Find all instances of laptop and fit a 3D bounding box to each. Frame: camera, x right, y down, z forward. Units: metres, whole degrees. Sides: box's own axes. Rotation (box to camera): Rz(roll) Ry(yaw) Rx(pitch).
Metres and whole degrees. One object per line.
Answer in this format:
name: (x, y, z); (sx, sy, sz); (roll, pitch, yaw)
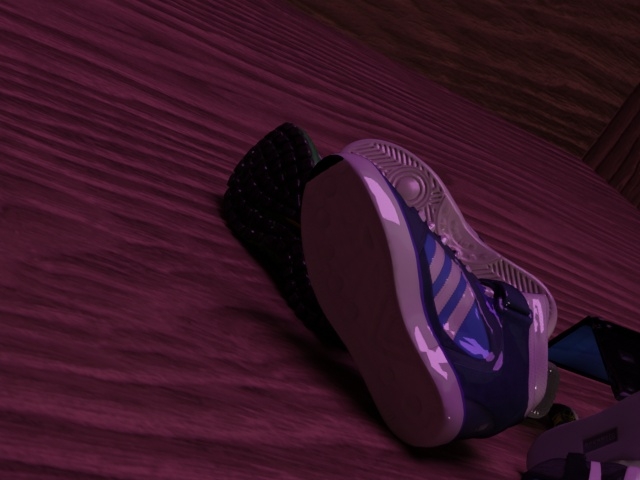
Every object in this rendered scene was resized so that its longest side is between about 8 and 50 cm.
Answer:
laptop: (0.400, 0.194, 2.093); (0.234, 0.136, 0.264); (19, 27, -14)

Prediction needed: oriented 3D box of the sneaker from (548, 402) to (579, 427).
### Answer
sneaker: (0.297, 0.223, 2.133); (0.035, 0.031, 0.083); (25, 18, -37)

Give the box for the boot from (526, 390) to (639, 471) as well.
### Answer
boot: (0.353, 0.226, 1.859); (0.123, 0.258, 0.095); (30, 54, -36)

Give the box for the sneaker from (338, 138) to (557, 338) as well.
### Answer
sneaker: (0.142, 0.024, 2.205); (0.350, 0.131, 0.148); (47, -14, 12)

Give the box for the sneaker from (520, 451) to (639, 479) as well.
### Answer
sneaker: (0.238, 0.287, 1.724); (0.121, 0.079, 0.217); (10, 27, 19)

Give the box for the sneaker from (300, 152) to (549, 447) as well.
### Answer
sneaker: (0.126, 0.052, 1.837); (0.236, 0.130, 0.322); (-12, 76, -47)

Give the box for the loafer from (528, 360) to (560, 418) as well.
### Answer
loafer: (0.188, 0.150, 2.037); (0.087, 0.094, 0.251); (16, -10, 36)

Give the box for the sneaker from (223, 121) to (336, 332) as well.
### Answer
sneaker: (0.000, 0.000, 2.014); (0.146, 0.134, 0.343); (32, 22, -45)
